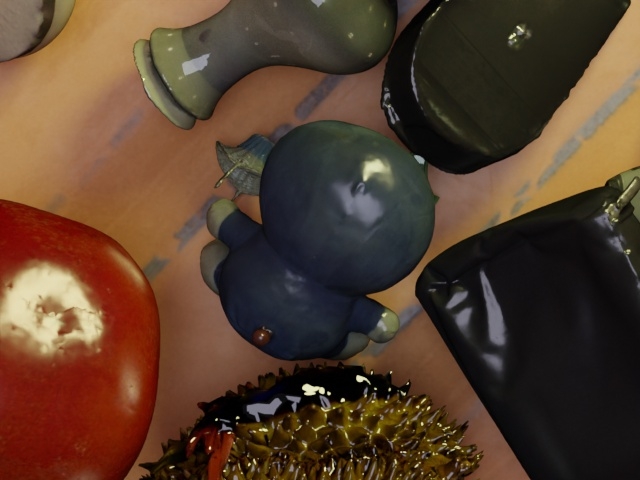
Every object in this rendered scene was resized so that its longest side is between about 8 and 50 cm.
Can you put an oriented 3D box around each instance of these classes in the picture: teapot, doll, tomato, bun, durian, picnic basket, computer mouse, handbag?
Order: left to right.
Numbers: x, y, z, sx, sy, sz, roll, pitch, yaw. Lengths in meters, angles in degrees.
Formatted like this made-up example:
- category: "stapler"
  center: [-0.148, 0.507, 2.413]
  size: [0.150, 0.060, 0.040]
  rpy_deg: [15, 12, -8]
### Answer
- category: "tomato"
  center: [-0.314, 0.125, 1.534]
  size: [0.293, 0.290, 0.325]
  rpy_deg: [22, 61, -18]
- category: "bun"
  center: [-0.324, -0.273, 1.594]
  size: [0.173, 0.120, 0.172]
  rpy_deg: [8, 121, 13]
- category: "picnic basket"
  center: [-0.080, -0.069, 1.623]
  size: [0.083, 0.065, 0.083]
  rpy_deg: [32, 69, 11]
- category: "teapot"
  center: [-0.055, -0.213, 1.564]
  size: [0.251, 0.183, 0.183]
  rpy_deg: [-29, 92, 18]
- category: "durian"
  center: [-0.023, 0.291, 1.527]
  size: [0.384, 0.347, 0.347]
  rpy_deg: [-20, 93, 17]
- category: "doll"
  center: [0.000, 0.000, 1.557]
  size: [0.228, 0.154, 0.258]
  rpy_deg: [34, 111, 4]
- category: "computer mouse"
  center: [0.177, -0.197, 1.575]
  size: [0.168, 0.087, 0.295]
  rpy_deg: [46, 77, -19]
- category: "handbag"
  center: [0.278, 0.092, 1.534]
  size: [0.275, 0.178, 0.301]
  rpy_deg: [-30, 91, 38]

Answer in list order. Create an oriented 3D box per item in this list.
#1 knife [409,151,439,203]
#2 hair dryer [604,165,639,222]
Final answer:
- category: "knife"
  center: [0.113, -0.114, 1.623]
  size: [0.078, 0.022, 0.166]
  rpy_deg: [25, 90, -11]
- category: "hair dryer"
  center: [0.421, -0.109, 1.578]
  size: [0.229, 0.092, 0.267]
  rpy_deg: [17, 89, 1]
